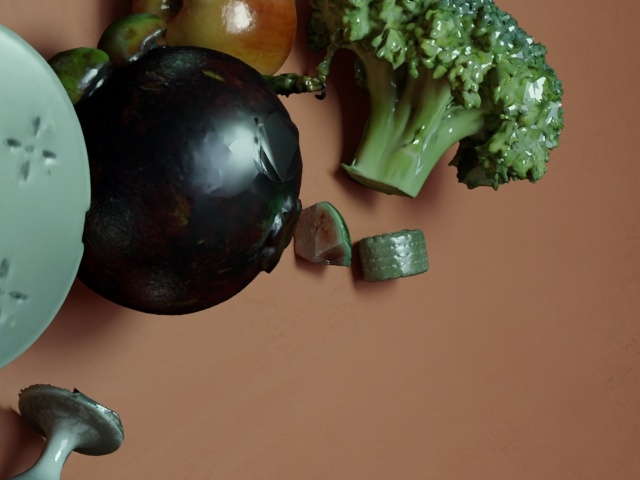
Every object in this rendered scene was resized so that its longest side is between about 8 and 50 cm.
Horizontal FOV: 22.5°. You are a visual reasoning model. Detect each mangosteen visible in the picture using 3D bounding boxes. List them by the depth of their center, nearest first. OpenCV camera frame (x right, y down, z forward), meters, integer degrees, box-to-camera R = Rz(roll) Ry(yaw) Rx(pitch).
[{"bbox_3d":[-0.166,-0.071,1.668,0.311,0.311,0.311,14,72,-51],"label":"mangosteen"}]

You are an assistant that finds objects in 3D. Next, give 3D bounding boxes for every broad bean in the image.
[{"bbox_3d":[-0.085,-0.094,1.858,0.292,0.144,0.049,104,-3,-48],"label":"broad bean"}]

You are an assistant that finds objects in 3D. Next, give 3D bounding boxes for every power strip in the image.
[{"bbox_3d":[-0.383,-0.043,1.421,0.357,0.161,0.357,-8,101,-51],"label":"power strip"}]

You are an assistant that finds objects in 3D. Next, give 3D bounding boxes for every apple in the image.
[{"bbox_3d":[-0.126,-0.252,1.832,0.199,0.199,0.199,14,72,-51],"label":"apple"}]

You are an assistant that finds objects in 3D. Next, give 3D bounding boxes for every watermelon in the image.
[{"bbox_3d":[0.002,-0.005,2.054,0.092,0.072,0.084,92,-7,-66],"label":"watermelon"}]

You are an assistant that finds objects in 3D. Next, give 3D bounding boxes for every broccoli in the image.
[{"bbox_3d":[0.161,-0.214,2.134,0.338,0.277,0.317,-12,113,-44],"label":"broccoli"}]

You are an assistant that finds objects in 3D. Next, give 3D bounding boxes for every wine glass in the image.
[{"bbox_3d":[-0.285,0.267,1.557,0.126,0.126,0.241,52,45,-33],"label":"wine glass"}]

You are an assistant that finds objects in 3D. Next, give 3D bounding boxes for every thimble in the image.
[{"bbox_3d":[0.099,0.019,2.143,0.110,0.084,0.062,-12,94,-65],"label":"thimble"}]
